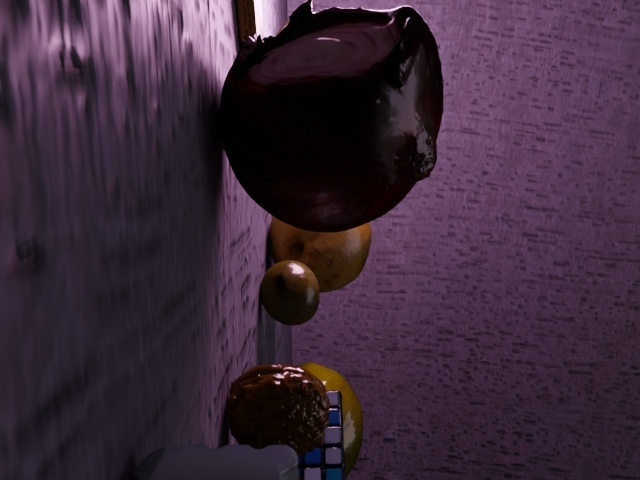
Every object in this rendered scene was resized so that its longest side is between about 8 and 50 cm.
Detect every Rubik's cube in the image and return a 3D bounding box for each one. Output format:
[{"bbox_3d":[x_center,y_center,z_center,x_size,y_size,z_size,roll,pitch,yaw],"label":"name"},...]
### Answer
[{"bbox_3d":[-0.049,0.396,1.028,0.184,0.187,0.182,87,3,-46],"label":"Rubik's cube"}]

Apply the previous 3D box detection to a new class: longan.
[{"bbox_3d":[-0.067,0.129,1.367,0.176,0.145,0.154,44,56,-54],"label":"longan"}]

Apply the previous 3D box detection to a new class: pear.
[{"bbox_3d":[-0.025,0.441,1.307,0.307,0.253,0.253,-80,172,-51],"label":"pear"},{"bbox_3d":[0.000,0.000,1.607,0.314,0.314,0.314,180,-90,-89],"label":"pear"}]

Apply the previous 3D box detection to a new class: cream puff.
[{"bbox_3d":[-0.064,0.259,0.832,0.165,0.150,0.115,-43,-162,34],"label":"cream puff"}]

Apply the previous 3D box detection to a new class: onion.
[{"bbox_3d":[0.014,-0.164,0.809,0.341,0.341,0.341,180,-90,-89],"label":"onion"}]

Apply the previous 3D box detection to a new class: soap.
[{"bbox_3d":[-0.075,0.247,0.420,0.066,0.119,0.198,-92,-178,-64],"label":"soap"}]

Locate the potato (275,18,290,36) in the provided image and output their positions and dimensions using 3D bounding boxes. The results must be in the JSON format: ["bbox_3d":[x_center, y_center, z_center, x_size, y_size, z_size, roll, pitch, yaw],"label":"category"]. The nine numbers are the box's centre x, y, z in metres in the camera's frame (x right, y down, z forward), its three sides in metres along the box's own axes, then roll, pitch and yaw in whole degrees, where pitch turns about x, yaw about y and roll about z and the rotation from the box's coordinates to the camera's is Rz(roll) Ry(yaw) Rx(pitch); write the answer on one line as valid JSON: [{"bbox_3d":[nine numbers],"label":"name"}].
[{"bbox_3d":[-0.103,-0.376,1.377,0.189,0.211,0.264,-27,-161,50],"label":"potato"}]

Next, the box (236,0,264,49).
[{"bbox_3d":[-0.123,-0.410,0.995,0.132,0.034,0.235,-90,180,-46],"label":"box"}]

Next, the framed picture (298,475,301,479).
[{"bbox_3d":[-0.039,0.472,0.823,0.232,0.024,0.315,58,-34,30],"label":"framed picture"}]
